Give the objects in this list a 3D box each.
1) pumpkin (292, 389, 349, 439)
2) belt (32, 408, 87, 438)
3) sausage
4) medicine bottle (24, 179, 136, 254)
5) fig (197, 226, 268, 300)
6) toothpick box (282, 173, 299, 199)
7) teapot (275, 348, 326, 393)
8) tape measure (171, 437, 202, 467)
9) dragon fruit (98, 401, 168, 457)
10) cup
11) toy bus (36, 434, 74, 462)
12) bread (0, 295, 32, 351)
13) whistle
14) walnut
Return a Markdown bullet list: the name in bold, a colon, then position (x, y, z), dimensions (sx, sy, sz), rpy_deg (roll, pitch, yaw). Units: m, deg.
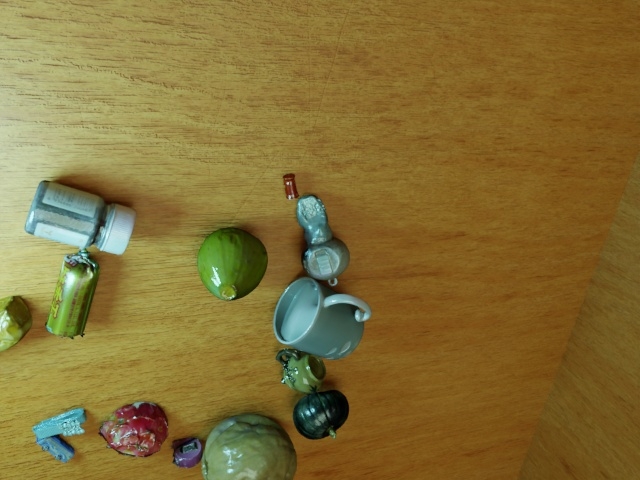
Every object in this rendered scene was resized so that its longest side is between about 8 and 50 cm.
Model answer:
- **pumpkin**: position (0.009, 0.751, 2.135), dimensions (0.250, 0.216, 0.250), rpy_deg (-26, 147, -19)
- **belt**: position (-0.946, 0.677, 1.802), dimensions (0.179, 0.100, 0.065), rpy_deg (-18, 117, -9)
- **sausage**: position (-0.779, 0.161, 1.582), dimensions (0.117, 0.125, 0.317), rpy_deg (-16, 132, -62)
- **medicine bottle**: position (-0.706, -0.062, 1.475), dimensions (0.273, 0.165, 0.165), rpy_deg (20, 107, -29)
- **fig**: position (-0.291, 0.092, 1.656), dimensions (0.239, 0.271, 0.239), rpy_deg (-4, 133, -4)
- **toothpick box**: position (-0.103, -0.188, 1.718), dimensions (0.047, 0.047, 0.083), rpy_deg (-16, 120, -13)
- **teapot**: position (-0.091, 0.543, 2.044), dimensions (0.183, 0.173, 0.269), rpy_deg (-31, 116, 25)
- **tape measure**: position (-0.551, 0.874, 2.048), dimensions (0.125, 0.118, 0.074), rpy_deg (-11, 121, -20)
- **dragon fruit**: position (-0.703, 0.716, 1.901), dimensions (0.262, 0.163, 0.189), rpy_deg (9, 84, -25)
- **cup**: position (0.041, 0.290, 1.862), dimensions (0.357, 0.259, 0.274), rpy_deg (-27, 136, 38)
- **toy bus**: position (-0.991, 0.770, 1.861), dimensions (0.061, 0.051, 0.153), rpy_deg (-37, 124, -15)
- **bread**: position (-1.054, 0.284, 1.513), dimensions (0.294, 0.167, 0.132), rpy_deg (-22, 122, -10)
- **whistle**: position (0.000, 0.000, 1.814), dimensions (0.189, 0.189, 0.347), rpy_deg (-19, 99, -12)
- **walnut**: position (-0.303, 0.911, 2.053), dimensions (0.384, 0.383, 0.383), rpy_deg (-9, 119, -17)
